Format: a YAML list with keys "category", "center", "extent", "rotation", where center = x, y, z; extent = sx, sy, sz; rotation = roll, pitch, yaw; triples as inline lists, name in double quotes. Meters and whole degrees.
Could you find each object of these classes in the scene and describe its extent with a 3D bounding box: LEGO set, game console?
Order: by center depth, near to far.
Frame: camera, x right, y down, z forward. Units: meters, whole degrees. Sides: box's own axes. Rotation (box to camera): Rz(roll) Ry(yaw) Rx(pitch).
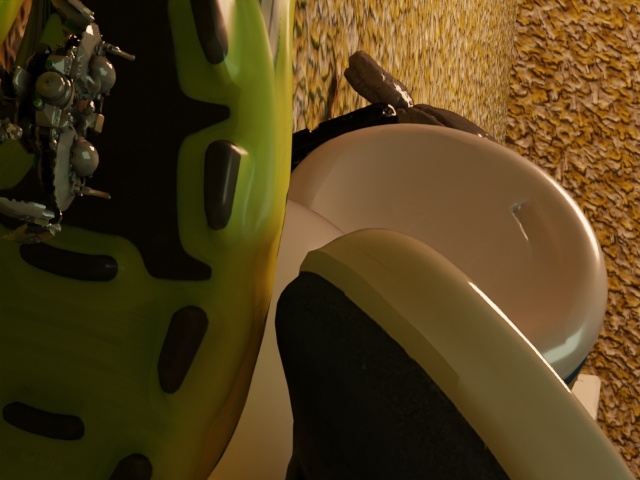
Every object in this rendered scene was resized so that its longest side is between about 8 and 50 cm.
- category: "LEGO set"
  center: [-0.048, -0.035, 0.363]
  extent: [0.054, 0.023, 0.083]
  rotation: [-74, 172, -46]
- category: "game console"
  center: [0.000, 0.000, 0.901]
  extent: [0.122, 0.107, 0.071]
  rotation: [70, 0, -73]

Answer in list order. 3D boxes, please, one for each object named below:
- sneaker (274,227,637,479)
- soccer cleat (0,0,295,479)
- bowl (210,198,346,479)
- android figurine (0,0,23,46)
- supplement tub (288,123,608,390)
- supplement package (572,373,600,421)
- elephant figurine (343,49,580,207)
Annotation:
- category: "sneaker"
  center: [0.021, 0.172, 0.480]
  extent: [0.131, 0.148, 0.350]
  rotation: [32, -38, 63]
- category: "soccer cleat"
  center: [-0.036, -0.048, 0.507]
  extent: [0.121, 0.093, 0.289]
  rotation: [31, 63, -68]
- category: "bowl"
  center: [-0.021, 0.114, 0.629]
  extent: [0.298, 0.134, 0.298]
  rotation: [7, 90, -81]
- category: "android figurine"
  center: [-0.094, -0.058, 0.268]
  extent: [0.273, 0.056, 0.248]
  rotation: [91, 11, -47]
- category: "supplement tub"
  center: [0.032, 0.063, 0.836]
  extent: [0.200, 0.144, 0.144]
  rotation: [106, -1, -46]
- category: "supplement package"
  center: [0.096, 0.248, 1.355]
  extent: [0.177, 0.175, 0.293]
  rotation: [-50, 146, -72]
- category: "elephant figurine"
  center: [0.074, 0.042, 1.149]
  extent: [0.186, 0.169, 0.239]
  rotation: [-62, 158, -22]
